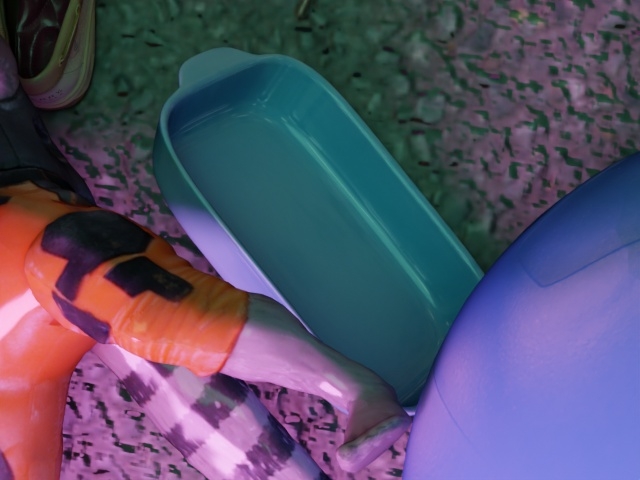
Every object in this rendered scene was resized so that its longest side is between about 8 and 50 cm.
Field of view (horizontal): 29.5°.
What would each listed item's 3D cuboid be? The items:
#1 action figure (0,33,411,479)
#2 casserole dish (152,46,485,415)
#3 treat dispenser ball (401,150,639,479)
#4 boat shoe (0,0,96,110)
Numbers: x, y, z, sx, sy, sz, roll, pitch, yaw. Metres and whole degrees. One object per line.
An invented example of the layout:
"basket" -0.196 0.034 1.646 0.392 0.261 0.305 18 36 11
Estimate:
"action figure" -0.154 0.043 0.515 0.330 0.179 0.341 49 125 18
"casserole dish" 0.000 0.000 0.523 0.188 0.114 0.037 51 131 4
"treat dispenser ball" 0.170 0.100 0.406 0.288 0.288 0.288 0 87 4
"boat shoe" -0.126 -0.130 0.561 0.050 0.045 0.135 -4 87 4
